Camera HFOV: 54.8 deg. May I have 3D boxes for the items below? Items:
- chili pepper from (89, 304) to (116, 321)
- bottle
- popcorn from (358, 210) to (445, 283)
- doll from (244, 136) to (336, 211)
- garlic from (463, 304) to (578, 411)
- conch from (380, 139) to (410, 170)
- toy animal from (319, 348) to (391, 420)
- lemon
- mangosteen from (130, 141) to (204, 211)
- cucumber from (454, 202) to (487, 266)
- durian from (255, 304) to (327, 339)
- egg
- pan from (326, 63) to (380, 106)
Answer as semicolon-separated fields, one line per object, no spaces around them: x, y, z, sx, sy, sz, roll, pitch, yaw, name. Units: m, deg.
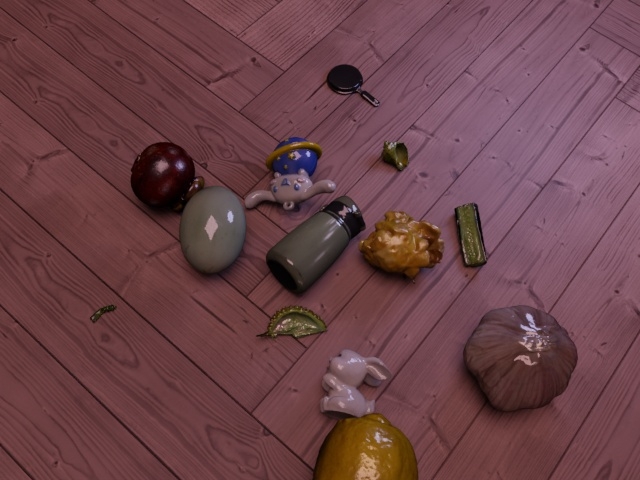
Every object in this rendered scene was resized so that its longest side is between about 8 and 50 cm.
-0.653;0.213;1.852;0.083;0.022;0.027;-33;37;-17;chili pepper
-0.001;-0.001;1.918;0.168;0.168;0.347;40;64;15;bottle
0.256;0.013;1.922;0.253;0.190;0.191;22;95;-4;popcorn
-0.112;-0.205;2.034;0.311;0.159;0.243;-22;79;12;doll
0.568;0.318;1.741;0.317;0.259;0.317;1;69;-2;garlic
0.260;-0.299;2.121;0.089;0.074;0.121;-38;94;19;conch
0.090;0.413;1.738;0.178;0.127;0.193;21;64;4;toy animal
0.115;0.610;1.569;0.285;0.285;0.316;-14;64;-10;lemon
-0.474;-0.192;1.972;0.257;0.215;0.215;29;62;-24;mangosteen
0.494;-0.014;2.011;0.078;0.062;0.211;-17;68;26;cucumber
-0.088;0.241;1.842;0.215;0.086;0.100;-3;78;-7;durian
-0.329;-0.035;1.888;0.202;0.203;0.283;6;65;0;egg
0.127;-0.569;2.271;0.235;0.028;0.136;40;69;15;pan
